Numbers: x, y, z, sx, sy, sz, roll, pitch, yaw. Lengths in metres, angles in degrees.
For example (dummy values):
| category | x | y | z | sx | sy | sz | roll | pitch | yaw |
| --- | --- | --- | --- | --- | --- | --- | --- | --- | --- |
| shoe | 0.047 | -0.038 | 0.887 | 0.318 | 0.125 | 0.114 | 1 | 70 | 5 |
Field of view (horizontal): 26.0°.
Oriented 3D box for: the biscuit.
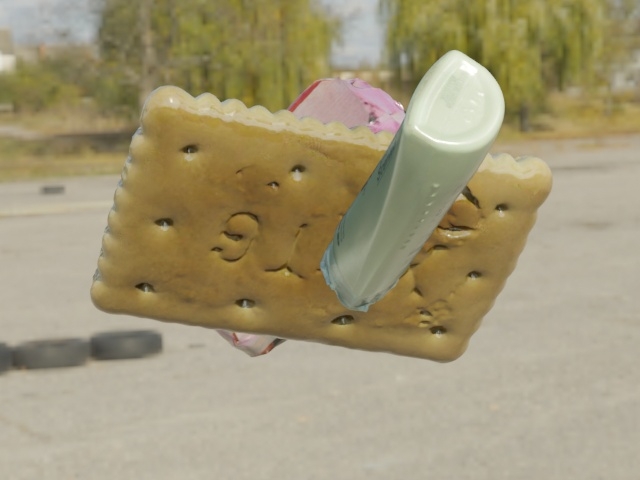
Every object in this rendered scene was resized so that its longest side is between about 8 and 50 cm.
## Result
| category | x | y | z | sx | sy | sz | roll | pitch | yaw |
| --- | --- | --- | --- | --- | --- | --- | --- | --- | --- |
| biscuit | 0.000 | 0.000 | 1.063 | 0.324 | 0.217 | 0.044 | 11 | 35 | -18 |

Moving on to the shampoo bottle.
| category | x | y | z | sx | sy | sz | roll | pitch | yaw |
| --- | --- | --- | --- | --- | --- | --- | --- | --- | --- |
| shampoo bottle | 0.046 | -0.024 | 0.757 | 0.049 | 0.072 | 0.212 | 28 | -28 | 0 |

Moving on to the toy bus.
| category | x | y | z | sx | sy | sz | roll | pitch | yaw |
| --- | --- | --- | --- | --- | --- | --- | --- | --- | --- |
| toy bus | -0.022 | -0.029 | 1.402 | 0.127 | 0.303 | 0.147 | 41 | 1 | 31 |
